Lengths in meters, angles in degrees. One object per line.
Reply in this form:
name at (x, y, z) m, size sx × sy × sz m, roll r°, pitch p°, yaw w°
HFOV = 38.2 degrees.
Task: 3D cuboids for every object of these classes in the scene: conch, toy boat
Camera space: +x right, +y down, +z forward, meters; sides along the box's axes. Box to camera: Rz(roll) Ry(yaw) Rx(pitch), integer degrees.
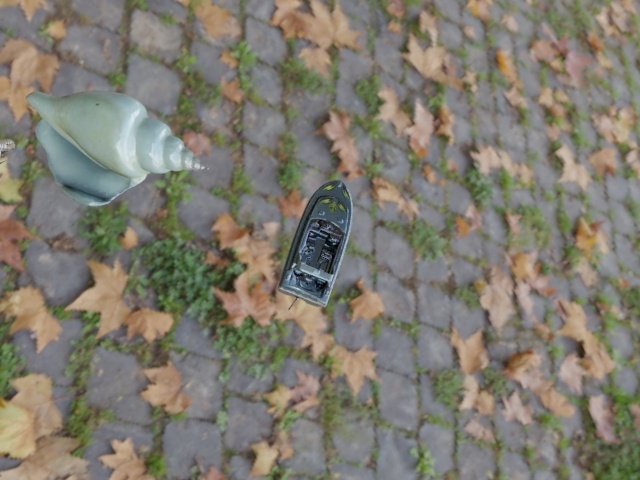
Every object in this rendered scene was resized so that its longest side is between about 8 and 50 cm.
conch at (-0.166, -0.074, 0.737) m, size 0.180 × 0.088 × 0.065 m, roll 18°, pitch 20°, yaw 23°
toy boat at (0.000, 0.000, 1.603) m, size 0.093 × 0.103 × 0.246 m, roll 23°, pitch 66°, yaw -10°

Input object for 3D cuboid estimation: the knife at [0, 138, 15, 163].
knife at (-0.395, -0.112, 1.044) m, size 0.089 × 0.365 × 0.043 m, roll -32°, pitch 98°, yaw -14°
